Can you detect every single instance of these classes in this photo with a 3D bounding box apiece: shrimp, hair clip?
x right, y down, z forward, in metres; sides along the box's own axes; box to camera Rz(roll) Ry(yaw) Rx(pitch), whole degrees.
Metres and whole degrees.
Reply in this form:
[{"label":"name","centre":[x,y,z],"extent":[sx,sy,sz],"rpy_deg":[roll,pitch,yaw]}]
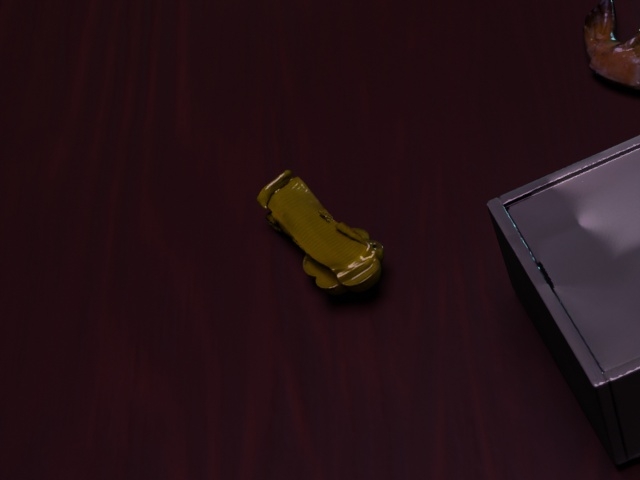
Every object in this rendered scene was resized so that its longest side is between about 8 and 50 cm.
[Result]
[{"label":"shrimp","centre":[0.346,-0.259,1.642],"extent":[0.169,0.058,0.296],"rpy_deg":[-6,50,21]},{"label":"hair clip","centre":[0.000,0.000,1.542],"extent":[0.072,0.046,0.173],"rpy_deg":[-39,44,-11]}]

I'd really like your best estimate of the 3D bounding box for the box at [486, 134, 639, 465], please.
[{"label":"box","centre":[0.290,0.033,1.341],"extent":[0.225,0.117,0.225],"rpy_deg":[-24,45,-1]}]
